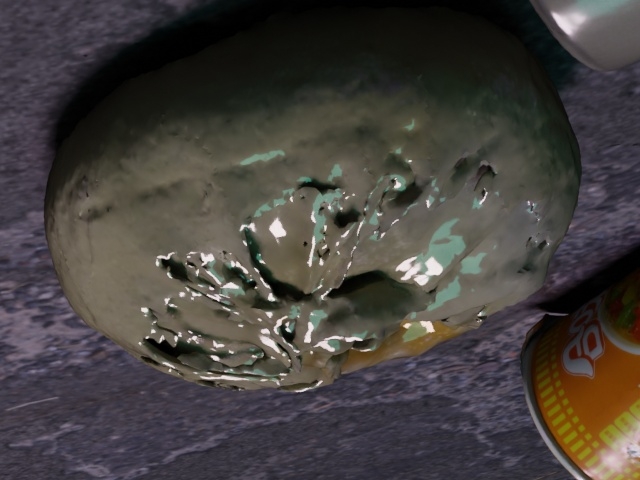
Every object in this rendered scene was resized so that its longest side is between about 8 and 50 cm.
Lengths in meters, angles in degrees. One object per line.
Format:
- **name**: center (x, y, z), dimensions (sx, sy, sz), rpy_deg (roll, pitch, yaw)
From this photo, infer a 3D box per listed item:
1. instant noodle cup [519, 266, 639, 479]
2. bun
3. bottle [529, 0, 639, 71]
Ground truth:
- **instant noodle cup**: center (0.254, 0.071, 1.248), dimensions (0.168, 0.168, 0.185), rpy_deg (4, 144, -34)
- **bun**: center (0.000, 0.000, 0.946), dimensions (0.287, 0.146, 0.287), rpy_deg (-8, 158, -3)
- **bottle**: center (0.192, -0.167, 0.698), dimensions (0.253, 0.120, 0.120), rpy_deg (-26, 153, 24)
